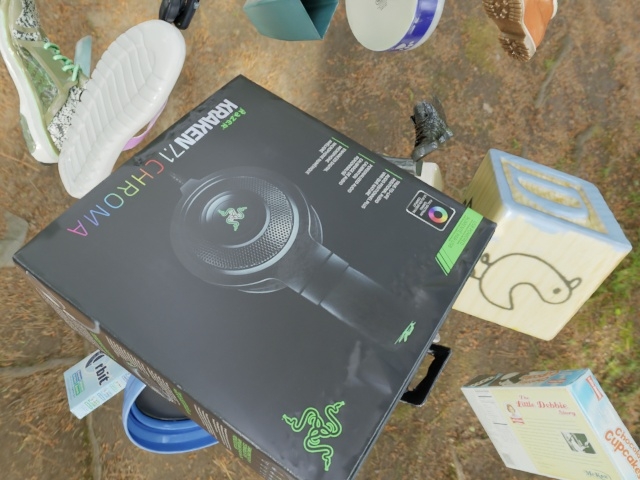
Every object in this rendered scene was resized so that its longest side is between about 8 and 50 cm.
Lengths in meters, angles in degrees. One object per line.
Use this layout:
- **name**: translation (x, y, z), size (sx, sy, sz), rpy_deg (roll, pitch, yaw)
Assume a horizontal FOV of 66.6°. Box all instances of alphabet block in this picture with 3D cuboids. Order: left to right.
- **alphabet block**: translation (0.313, 0.003, 0.766), size (0.193, 0.197, 0.193), rpy_deg (19, 36, 0)

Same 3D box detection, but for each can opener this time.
- **can opener**: translation (-0.251, -0.496, 0.950), size (0.059, 0.186, 0.073), rpy_deg (37, 33, -10)

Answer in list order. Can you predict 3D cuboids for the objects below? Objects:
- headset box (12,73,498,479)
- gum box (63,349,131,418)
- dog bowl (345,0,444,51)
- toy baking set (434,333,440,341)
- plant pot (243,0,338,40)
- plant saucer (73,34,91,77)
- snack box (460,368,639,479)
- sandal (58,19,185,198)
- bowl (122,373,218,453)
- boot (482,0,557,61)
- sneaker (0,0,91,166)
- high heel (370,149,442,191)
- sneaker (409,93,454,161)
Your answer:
- **headset box**: translation (-0.032, 0.037, 0.403), size (0.283, 0.131, 0.246), rpy_deg (34, 61, 12)
- **gum box**: translation (-0.526, 0.321, 1.195), size (0.184, 0.157, 0.041), rpy_deg (-36, 125, -16)
- **dog bowl**: translation (0.189, -0.637, 1.279), size (0.104, 0.265, 0.264), rpy_deg (-20, 89, -36)
- **toy baking set**: translation (0.088, 0.073, 0.727), size (0.197, 0.256, 0.030), rpy_deg (39, 90, -4)
- **plant pot**: translation (-0.103, -0.713, 1.469), size (0.165, 0.235, 0.165), rpy_deg (47, 57, -52)
- **plant saucer**: translation (-0.791, -0.513, 1.601), size (0.044, 0.318, 0.317), rpy_deg (5, 80, -28)
- **snack box**: translation (0.405, 0.337, 0.892), size (0.060, 0.322, 0.187), rpy_deg (-27, 82, -21)
- **sandal**: translation (-0.372, -0.244, 0.929), size (0.102, 0.416, 0.169), rpy_deg (-7, 63, -58)
- **bowl**: translation (-0.239, 0.320, 1.086), size (0.392, 0.390, 0.077), rpy_deg (-17, 46, -23)
- **boot**: translation (0.269, -0.321, 0.647), size (0.084, 0.059, 0.158), rpy_deg (-53, 143, 4)
- **sneaker**: translation (-0.618, -0.389, 1.157), size (0.182, 0.158, 0.409), rpy_deg (-7, 111, -6)
- **high heel**: translation (0.168, -0.141, 1.106), size (0.261, 0.186, 0.093), rpy_deg (25, 77, -59)
- **sneaker**: translation (0.186, -0.204, 0.869), size (0.089, 0.051, 0.170), rpy_deg (56, 44, -4)
